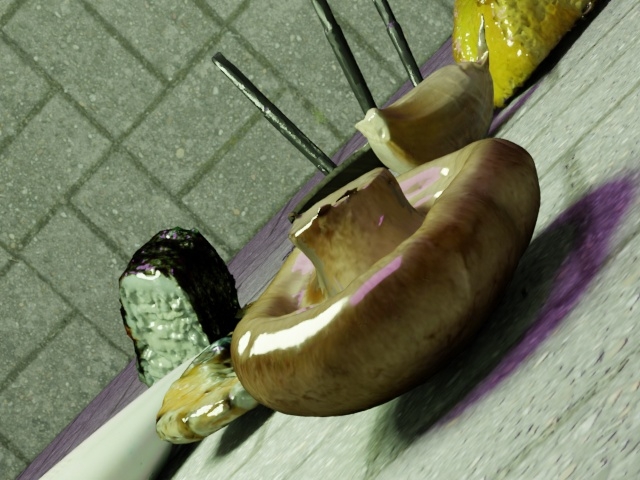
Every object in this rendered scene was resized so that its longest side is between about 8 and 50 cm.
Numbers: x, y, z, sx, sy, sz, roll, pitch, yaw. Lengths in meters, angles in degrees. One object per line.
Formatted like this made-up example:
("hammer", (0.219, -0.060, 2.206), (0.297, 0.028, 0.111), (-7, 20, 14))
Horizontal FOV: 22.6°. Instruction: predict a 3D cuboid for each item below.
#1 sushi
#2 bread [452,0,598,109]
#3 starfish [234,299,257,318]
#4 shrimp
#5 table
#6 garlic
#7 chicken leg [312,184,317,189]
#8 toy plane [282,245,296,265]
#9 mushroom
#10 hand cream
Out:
("sushi", (-0.164, 0.095, 1.979), (0.124, 0.225, 0.127), (2, 34, 24))
("bread", (0.254, -0.298, 1.991), (0.260, 0.147, 0.160), (-48, 3, -23))
("starfish", (-0.012, 0.035, 1.942), (0.223, 0.050, 0.217), (-26, -9, 21))
("shrimp", (-0.057, 0.121, 1.745), (0.233, 0.071, 0.365), (-32, 6, 22))
("table", (0.014, -0.206, 2.069), (0.317, 0.249, 0.317), (-32, -6, -4))
("garlic", (0.142, -0.152, 1.845), (0.198, 0.128, 0.090), (-39, 35, -13))
("chicken leg", (0.004, -0.006, 2.192), (0.125, 0.080, 0.196), (-55, 9, 20))
("toy plane", (-0.020, 0.014, 2.426), (0.120, 0.031, 0.049), (-50, 11, -11))
("mushroom", (0.051, 0.024, 1.140), (0.278, 0.146, 0.278), (-35, 9, 7))
("hand cream", (-0.245, 0.276, 1.829), (0.359, 0.118, 0.185), (-44, -18, -36))
